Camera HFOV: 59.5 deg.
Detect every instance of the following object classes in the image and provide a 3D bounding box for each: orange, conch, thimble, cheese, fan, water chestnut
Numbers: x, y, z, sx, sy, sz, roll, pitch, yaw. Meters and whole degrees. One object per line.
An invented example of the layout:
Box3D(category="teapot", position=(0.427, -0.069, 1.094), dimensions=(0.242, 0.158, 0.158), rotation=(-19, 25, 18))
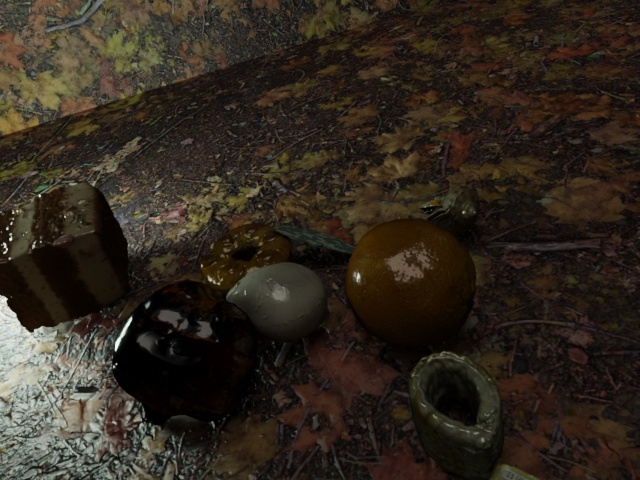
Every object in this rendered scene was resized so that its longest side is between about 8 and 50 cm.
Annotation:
Box3D(category="orange", position=(0.177, 0.084, 1.094), dimensions=(0.264, 0.264, 0.264), rotation=(-10, 37, 8))
Box3D(category="conch", position=(0.289, -0.070, 1.344), dimensions=(0.155, 0.130, 0.207), rotation=(1, 8, -31))
Box3D(category="thimble", position=(0.224, 0.285, 0.896), dimensions=(0.137, 0.144, 0.190), rotation=(-22, 37, -10))
Box3D(category="cheese", position=(-0.077, 0.127, 1.187), dimensions=(0.198, 0.155, 0.189), rotation=(-13, 34, -42))
Box3D(category="fan", position=(0.000, 0.000, 1.375), dimensions=(0.240, 0.009, 0.131), rotation=(16, 19, -5))
Box3D(category="water chestnut", position=(-0.263, 0.222, 1.088), dimensions=(0.288, 0.244, 0.289), rotation=(9, 50, -11))

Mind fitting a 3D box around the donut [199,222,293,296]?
Box3D(category="donut", position=(-0.173, 0.057, 1.360), dimensions=(0.226, 0.114, 0.227), rotation=(-10, 37, 7))

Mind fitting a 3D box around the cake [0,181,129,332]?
Box3D(category="cake", position=(-0.657, 0.043, 1.431), dimensions=(0.290, 0.282, 0.256), rotation=(-16, 43, -8))

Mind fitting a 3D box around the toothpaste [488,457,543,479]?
Box3D(category="toothpaste", position=(0.373, 0.410, 0.749), dimensions=(0.312, 0.071, 0.089), rotation=(18, 52, 36))
